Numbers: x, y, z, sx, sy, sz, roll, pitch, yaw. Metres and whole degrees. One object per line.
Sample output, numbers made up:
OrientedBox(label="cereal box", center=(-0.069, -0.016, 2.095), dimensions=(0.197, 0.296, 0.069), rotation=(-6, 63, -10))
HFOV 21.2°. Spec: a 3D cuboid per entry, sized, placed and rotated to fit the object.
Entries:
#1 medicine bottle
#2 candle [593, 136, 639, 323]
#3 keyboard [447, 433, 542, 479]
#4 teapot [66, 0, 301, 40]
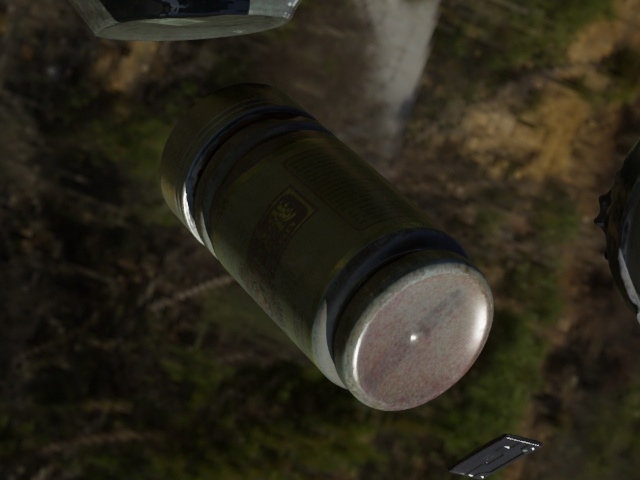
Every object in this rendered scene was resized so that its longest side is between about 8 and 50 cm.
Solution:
OrientedBox(label="medicine bottle", center=(0.000, 0.000, 1.442), dimensions=(0.322, 0.151, 0.151), rotation=(44, -65, 46))
OrientedBox(label="candle", center=(0.321, 0.023, 1.110), dimensions=(0.342, 0.221, 0.221), rotation=(-106, -141, -72))
OrientedBox(label="keyboard", center=(0.206, 0.258, 2.043), dimensions=(0.155, 0.053, 0.010), rotation=(137, -36, -57))
OrientedBox(label="teapot", center=(-0.164, -0.381, 1.714), dimensions=(0.253, 0.300, 0.344), rotation=(-6, -92, 60))
